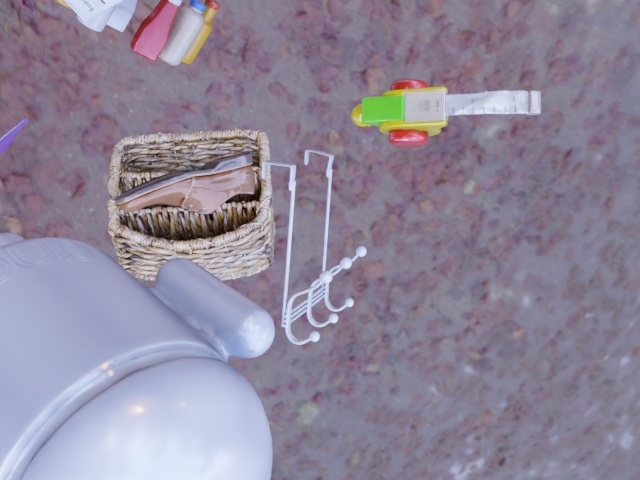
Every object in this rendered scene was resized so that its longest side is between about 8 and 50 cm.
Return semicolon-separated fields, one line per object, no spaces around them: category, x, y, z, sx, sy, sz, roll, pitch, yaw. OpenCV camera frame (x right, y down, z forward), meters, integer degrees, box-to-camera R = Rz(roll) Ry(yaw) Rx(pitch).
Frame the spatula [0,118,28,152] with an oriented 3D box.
spatula;-0.441;-0.097;0.943;0.030;0.296;0.084;57;49;-28

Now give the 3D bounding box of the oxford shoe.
oxford shoe;-0.191;-0.068;1.133;0.212;0.076;0.076;-16;104;-20

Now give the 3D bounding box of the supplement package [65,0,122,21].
supplement package;-0.235;-0.359;0.896;0.179;0.105;0.105;-25;145;13

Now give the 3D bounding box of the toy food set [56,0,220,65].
toy food set;-0.251;-0.333;1.108;0.232;0.111;0.104;22;113;-36

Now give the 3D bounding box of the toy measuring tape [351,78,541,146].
toy measuring tape;0.211;-0.217;1.315;0.330;0.121;0.121;1;134;25

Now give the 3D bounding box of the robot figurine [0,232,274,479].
robot figurine;-0.176;0.131;0.578;0.300;0.353;0.200;-44;143;-19

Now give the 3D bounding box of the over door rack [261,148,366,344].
over door rack;0.000;0.000;1.412;0.108;0.239;0.324;-4;99;19

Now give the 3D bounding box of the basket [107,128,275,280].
basket;-0.238;-0.062;1.437;0.299;0.213;0.223;-2;122;0
